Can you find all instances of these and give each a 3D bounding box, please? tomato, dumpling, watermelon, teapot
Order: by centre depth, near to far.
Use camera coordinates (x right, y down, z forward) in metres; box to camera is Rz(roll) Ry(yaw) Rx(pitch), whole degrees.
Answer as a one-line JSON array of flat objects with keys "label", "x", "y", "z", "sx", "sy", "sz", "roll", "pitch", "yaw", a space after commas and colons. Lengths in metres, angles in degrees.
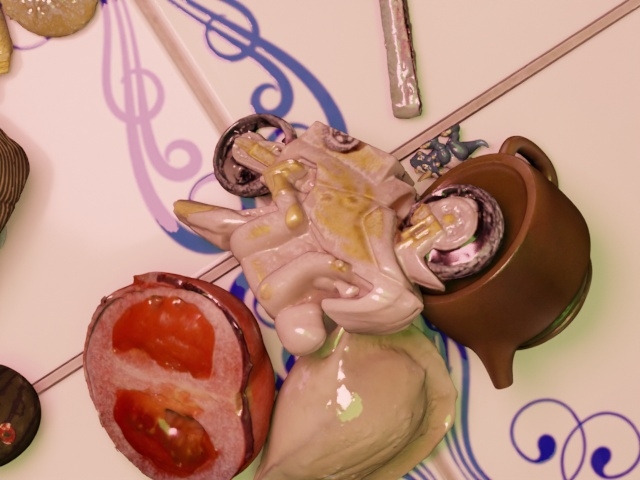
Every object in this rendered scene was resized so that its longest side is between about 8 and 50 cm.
[{"label": "watermelon", "x": -0.344, "y": 0.189, "z": 1.327, "sx": 0.105, "sy": 0.105, "sz": 0.133, "roll": 30, "pitch": 71, "yaw": -3}, {"label": "teapot", "x": 0.196, "y": 0.019, "z": 1.334, "sx": 0.175, "sy": 0.185, "sz": 0.268, "roll": 40, "pitch": 57, "yaw": -35}, {"label": "tomato", "x": -0.133, "y": 0.130, "z": 1.335, "sx": 0.199, "sy": 0.112, "sz": 0.228, "roll": 12, "pitch": 110, "yaw": 22}, {"label": "dumpling", "x": 0.040, "y": 0.190, "z": 1.349, "sx": 0.179, "sy": 0.131, "sz": 0.252, "roll": 26, "pitch": 99, "yaw": -30}]

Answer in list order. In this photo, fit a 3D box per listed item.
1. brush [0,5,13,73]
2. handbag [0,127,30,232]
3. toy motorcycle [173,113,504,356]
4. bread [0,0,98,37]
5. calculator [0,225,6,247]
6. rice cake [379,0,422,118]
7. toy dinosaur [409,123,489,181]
[{"label": "brush", "x": -0.382, "y": -0.289, "z": 1.346, "sx": 0.060, "sy": 0.068, "sz": 0.297, "roll": -24, "pitch": 91, "yaw": -22}, {"label": "handbag", "x": -0.472, "y": -0.078, "z": 1.221, "sx": 0.340, "sy": 0.240, "sz": 0.247, "roll": 34, "pitch": 89, "yaw": 11}, {"label": "toy motorcycle", "x": 0.000, "y": 0.000, "z": 1.286, "sx": 0.340, "sy": 0.108, "sz": 0.223, "roll": 26, "pitch": 79, "yaw": 32}, {"label": "bread", "x": -0.262, "y": -0.364, "z": 1.351, "sx": 0.207, "sy": 0.056, "sz": 0.287, "roll": -20, "pitch": 93, "yaw": -1}, {"label": "calculator", "x": -0.452, "y": 0.045, "z": 1.355, "sx": 0.295, "sy": 0.042, "sz": 0.184, "roll": -34, "pitch": 93, "yaw": 1}, {"label": "rice cake", "x": 0.080, "y": -0.231, "z": 1.382, "sx": 0.033, "sy": 0.033, "sz": 0.208, "roll": -7, "pitch": 91, "yaw": 7}, {"label": "toy dinosaur", "x": 0.135, "y": -0.091, "z": 1.388, "sx": 0.083, "sy": 0.030, "sz": 0.047, "roll": -30, "pitch": 94, "yaw": -1}]
